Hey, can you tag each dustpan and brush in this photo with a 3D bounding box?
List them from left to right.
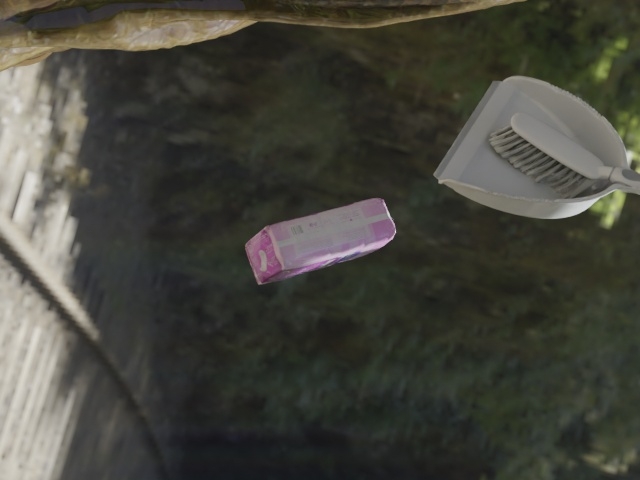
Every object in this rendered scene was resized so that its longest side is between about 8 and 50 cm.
[{"bbox_3d":[0.218,-0.058,1.219,0.147,0.211,0.060,-56,174,-38],"label":"dustpan and brush"}]

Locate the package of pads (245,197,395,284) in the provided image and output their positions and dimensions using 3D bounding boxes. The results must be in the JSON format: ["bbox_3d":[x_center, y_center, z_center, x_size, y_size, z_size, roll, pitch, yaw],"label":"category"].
[{"bbox_3d":[0.000,0.000,0.924,0.050,0.083,0.032,-38,-110,63],"label":"package of pads"}]

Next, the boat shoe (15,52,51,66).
[{"bbox_3d":[-0.272,-0.197,1.035,0.109,0.098,0.302,-66,159,7],"label":"boat shoe"}]

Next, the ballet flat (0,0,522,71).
[{"bbox_3d":[-0.047,-0.098,0.395,0.124,0.342,0.116,11,-62,66],"label":"ballet flat"}]
